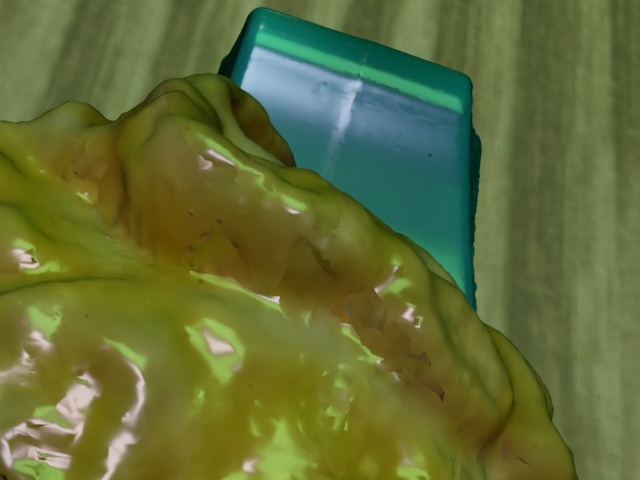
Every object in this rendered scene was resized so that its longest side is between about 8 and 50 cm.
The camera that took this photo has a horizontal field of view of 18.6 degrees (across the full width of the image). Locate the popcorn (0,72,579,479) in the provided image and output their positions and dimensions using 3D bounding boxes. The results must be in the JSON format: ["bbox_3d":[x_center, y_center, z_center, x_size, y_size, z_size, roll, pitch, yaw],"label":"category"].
[{"bbox_3d":[-0.050,0.069,0.507,0.250,0.250,0.190,18,38,-6],"label":"popcorn"}]

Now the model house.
[{"bbox_3d":[0.000,0.000,0.643,0.100,0.149,0.127,17,35,-6],"label":"model house"}]
